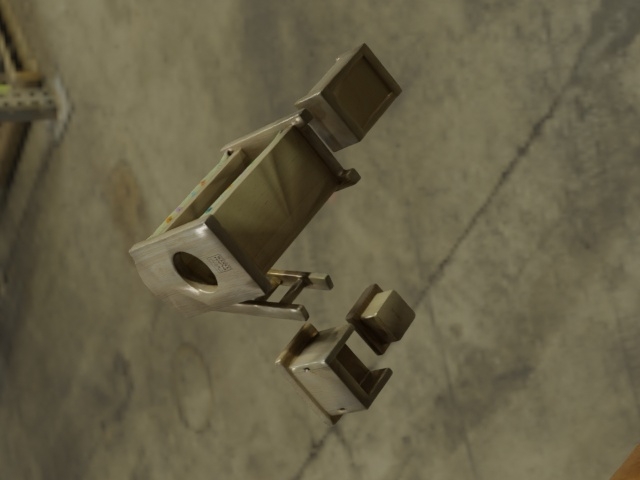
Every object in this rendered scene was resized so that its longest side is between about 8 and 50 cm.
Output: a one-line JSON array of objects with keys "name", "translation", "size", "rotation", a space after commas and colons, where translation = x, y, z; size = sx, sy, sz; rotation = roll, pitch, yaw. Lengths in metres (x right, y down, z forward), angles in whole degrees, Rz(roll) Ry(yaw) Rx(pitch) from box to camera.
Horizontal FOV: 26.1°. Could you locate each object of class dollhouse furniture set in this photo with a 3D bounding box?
[{"name": "dollhouse furniture set", "translation": [0.000, 0.000, 0.891], "size": [0.161, 0.182, 0.101], "rotation": [51, 145, -16]}]

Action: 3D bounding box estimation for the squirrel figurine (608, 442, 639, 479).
[{"name": "squirrel figurine", "translation": [0.352, 0.054, 0.531], "size": [0.281, 0.397, 0.370], "rotation": [41, 144, 1]}]
